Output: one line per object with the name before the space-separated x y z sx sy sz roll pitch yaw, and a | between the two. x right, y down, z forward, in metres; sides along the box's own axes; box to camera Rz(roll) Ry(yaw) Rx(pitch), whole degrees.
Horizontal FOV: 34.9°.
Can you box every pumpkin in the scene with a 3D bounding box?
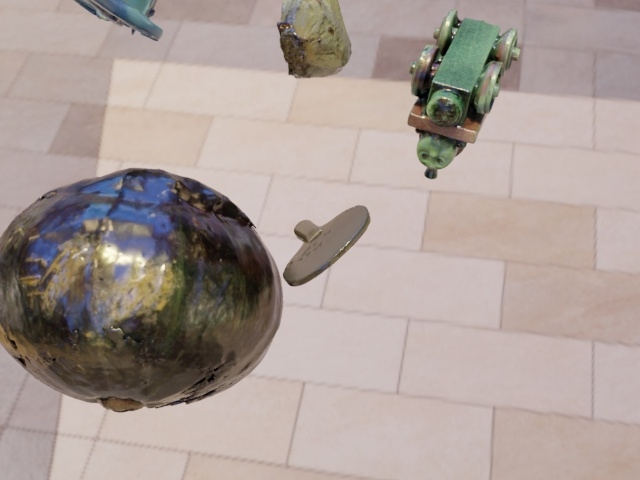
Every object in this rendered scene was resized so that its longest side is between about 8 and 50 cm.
pumpkin | -0.285 0.092 1.575 0.454 0.454 0.344 1 65 5

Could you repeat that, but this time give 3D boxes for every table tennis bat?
table tennis bat | 0.000 0.000 1.253 0.131 0.022 0.234 -43 14 -2

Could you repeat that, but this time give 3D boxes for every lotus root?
lotus root | -0.007 -0.285 1.413 0.070 0.143 0.144 -7 25 19

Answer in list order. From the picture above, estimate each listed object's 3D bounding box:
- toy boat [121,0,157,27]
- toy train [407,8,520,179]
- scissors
toy boat | -0.356 -0.546 2.097 0.088 0.215 0.102 26 35 4
toy train | 0.225 -0.238 1.679 0.150 0.222 0.304 19 40 10
scissors | -0.365 -0.386 1.528 0.180 0.393 0.032 25 90 18
